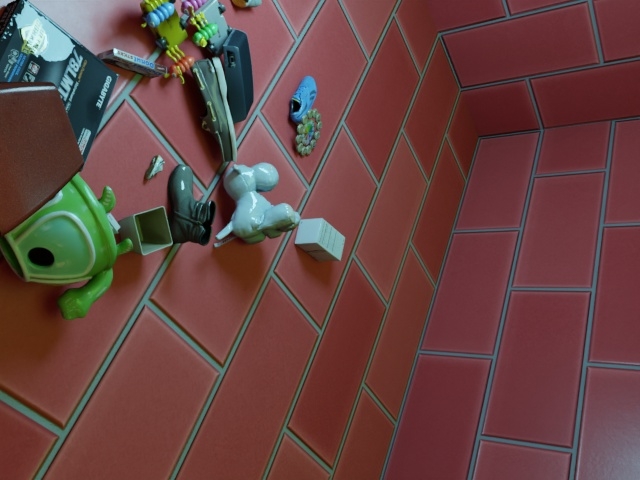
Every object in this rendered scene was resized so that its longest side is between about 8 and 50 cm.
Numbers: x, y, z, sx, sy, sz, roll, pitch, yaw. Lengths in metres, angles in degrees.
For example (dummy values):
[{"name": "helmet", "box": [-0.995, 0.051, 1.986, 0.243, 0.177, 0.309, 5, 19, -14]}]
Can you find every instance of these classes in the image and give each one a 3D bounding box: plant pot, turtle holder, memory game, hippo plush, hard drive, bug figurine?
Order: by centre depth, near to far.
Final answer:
[{"name": "plant pot", "box": [-0.639, -0.193, 1.227, 0.236, 0.267, 0.267, -38, 128, -42]}, {"name": "turtle holder", "box": [-0.593, 0.002, 1.410, 0.227, 0.243, 0.320, -34, 156, -36]}, {"name": "plant pot", "box": [-0.479, -0.025, 1.660, 0.109, 0.096, 0.109, -27, 110, -54]}, {"name": "bug figurine", "box": [-0.381, -0.583, 1.726, 0.216, 0.072, 0.279, -48, 157, -17]}, {"name": "hard drive", "box": [-0.255, -0.516, 1.954, 0.172, 0.054, 0.255, -81, 171, -52]}, {"name": "hippo plush", "box": [-0.227, -0.122, 1.998, 0.294, 0.234, 0.236, -14, 81, -14]}, {"name": "memory game", "box": [-0.043, -0.408, 2.346, 0.186, 0.012, 0.186, -49, 150, -42]}]

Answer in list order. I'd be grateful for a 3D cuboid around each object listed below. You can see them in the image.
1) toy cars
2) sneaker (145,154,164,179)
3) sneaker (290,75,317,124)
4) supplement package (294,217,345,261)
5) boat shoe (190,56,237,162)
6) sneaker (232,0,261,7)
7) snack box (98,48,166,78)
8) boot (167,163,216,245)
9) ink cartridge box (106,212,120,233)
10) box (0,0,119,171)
[{"name": "toy cars", "box": [-0.397, -0.645, 1.823, 0.393, 0.087, 0.176, -18, 138, -57]}, {"name": "sneaker", "box": [-0.464, -0.201, 1.751, 0.037, 0.032, 0.083, 49, 50, -43]}, {"name": "sneaker", "box": [-0.067, -0.538, 2.320, 0.082, 0.069, 0.209, 47, 52, -58]}, {"name": "supplement package", "box": [0.000, 0.000, 2.363, 0.179, 0.105, 0.105, 38, 58, -48]}, {"name": "boat shoe", "box": [-0.326, -0.393, 1.911, 0.116, 0.097, 0.324, -126, -154, -66]}, {"name": "sneaker", "box": [-0.249, -0.910, 2.073, 0.121, 0.099, 0.262, -21, 114, -62]}, {"name": "snack box", "box": [-0.505, -0.477, 1.677, 0.178, 0.064, 0.022, 5, 82, -56]}, {"name": "boot", "box": [-0.360, -0.103, 1.784, 0.083, 0.161, 0.246, 18, 73, -55]}, {"name": "ink cartridge box", "box": [-0.544, -0.042, 1.575, 0.028, 0.083, 0.048, -59, 134, -39]}, {"name": "box", "box": [-0.646, -0.354, 1.457, 0.293, 0.073, 0.295, 38, 58, -47]}]
